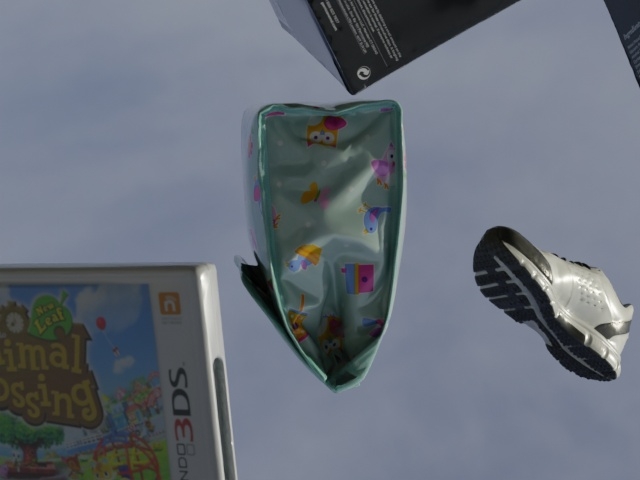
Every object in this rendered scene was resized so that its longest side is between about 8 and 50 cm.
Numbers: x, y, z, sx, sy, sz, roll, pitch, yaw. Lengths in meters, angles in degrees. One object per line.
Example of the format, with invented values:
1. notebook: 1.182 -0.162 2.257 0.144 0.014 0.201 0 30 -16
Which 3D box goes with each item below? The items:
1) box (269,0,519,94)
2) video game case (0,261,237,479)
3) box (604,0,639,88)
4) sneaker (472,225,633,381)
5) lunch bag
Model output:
1. box: 0.054 -0.246 1.629 0.184 0.103 0.261 -28 -156 -5
2. video game case: -0.143 0.108 0.998 0.212 0.193 0.023 -1 -170 27
3. box: 0.305 -0.153 1.294 0.156 0.158 0.093 -15 166 -22
4. sneaker: 0.115 0.024 0.892 0.040 0.109 0.044 -2 -127 48
5. lunch bag: 0.000 0.000 1.693 0.160 0.262 0.223 -3 -174 -5
